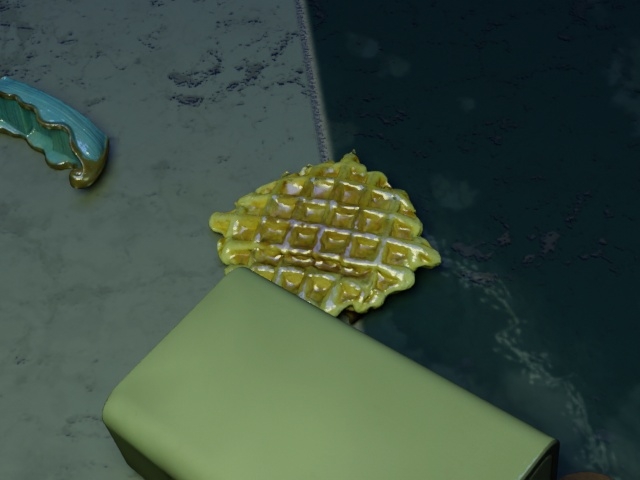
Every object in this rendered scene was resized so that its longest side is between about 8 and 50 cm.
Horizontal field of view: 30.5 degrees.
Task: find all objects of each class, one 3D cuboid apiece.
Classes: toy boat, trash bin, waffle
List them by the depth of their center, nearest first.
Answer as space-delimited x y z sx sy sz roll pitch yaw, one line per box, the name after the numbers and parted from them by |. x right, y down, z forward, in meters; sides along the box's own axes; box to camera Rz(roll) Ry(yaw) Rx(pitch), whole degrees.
0.004 0.190 1.020 0.343 0.158 0.223 32 64 26 | trash bin
0.000 0.000 1.239 0.214 0.054 0.208 -28 59 -11 | waffle
-0.318 -0.118 1.332 0.185 0.075 0.077 27 56 17 | toy boat

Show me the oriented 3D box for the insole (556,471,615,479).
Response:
0.259 0.293 0.949 0.111 0.007 0.328 -17 29 -3 | insole
